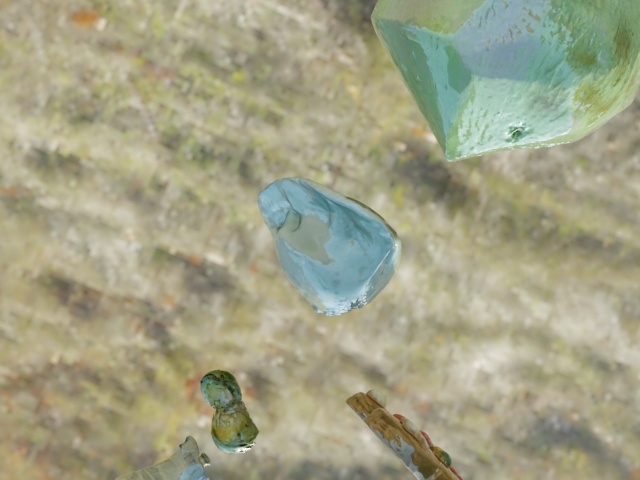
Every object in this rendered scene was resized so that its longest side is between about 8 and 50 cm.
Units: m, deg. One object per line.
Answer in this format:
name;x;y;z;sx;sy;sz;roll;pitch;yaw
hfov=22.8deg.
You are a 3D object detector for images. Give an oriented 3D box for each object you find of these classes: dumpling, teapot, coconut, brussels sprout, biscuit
dumpling;0.001;0.014;1.576;0.152;0.108;0.219;20;152;-9
teapot;-0.131;0.215;1.387;0.067;0.083;0.057;54;169;6
coconut;0.212;-0.230;1.719;0.281;0.328;0.328;31;173;45
brussels sprout;-0.088;0.162;1.527;0.046;0.083;0.051;-13;-174;-4
biscuit;0.117;0.250;1.817;0.216;0.047;0.340;48;177;4
